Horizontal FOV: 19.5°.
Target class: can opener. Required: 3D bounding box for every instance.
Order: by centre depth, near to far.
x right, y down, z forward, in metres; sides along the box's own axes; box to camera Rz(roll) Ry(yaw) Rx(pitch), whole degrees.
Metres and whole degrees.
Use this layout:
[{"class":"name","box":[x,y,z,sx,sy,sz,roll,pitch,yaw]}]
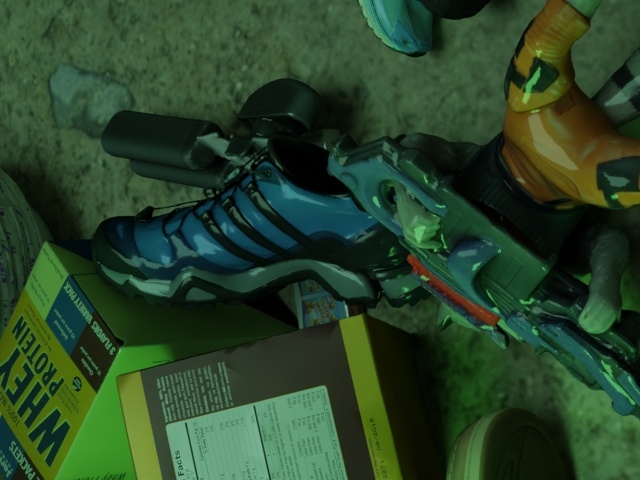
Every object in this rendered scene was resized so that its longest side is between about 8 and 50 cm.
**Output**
[{"class":"can opener","box":[-0.086,-0.085,1.600,0.280,0.074,0.093,5,62,52]}]

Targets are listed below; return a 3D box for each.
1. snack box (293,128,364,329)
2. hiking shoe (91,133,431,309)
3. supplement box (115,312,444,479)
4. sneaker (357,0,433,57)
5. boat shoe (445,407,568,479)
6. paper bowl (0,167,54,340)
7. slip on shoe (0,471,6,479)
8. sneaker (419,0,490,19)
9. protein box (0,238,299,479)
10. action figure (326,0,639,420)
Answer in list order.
[{"class":"snack box","box":[0.000,0.000,1.556,0.064,0.022,0.178,-13,82,47]},{"class":"hiking shoe","box":[-0.043,-0.024,1.475,0.304,0.113,0.132,-2,113,18]},{"class":"supplement box","box":[-0.026,0.147,1.417,0.194,0.191,0.129,-15,80,10]},{"class":"sneaker","box":[0.071,-0.223,1.443,0.073,0.063,0.162,-4,89,43]},{"class":"boat shoe","box":[0.116,0.291,1.378,0.110,0.121,0.341,3,95,46]},{"class":"paper bowl","box":[-0.362,0.053,1.849,0.284,0.148,0.284,2,93,46]},{"class":"slip on shoe","box":[-0.320,0.262,1.844,0.331,0.123,0.101,19,109,39]},{"class":"sneaker","box":[0.169,-0.266,1.310,0.162,0.106,0.281,34,115,37]},{"class":"protein box","box":[-0.161,0.115,1.603,0.136,0.200,0.201,50,126,34]},{"class":"action figure","box":[0.198,-0.019,1.297,0.341,0.178,0.330,44,134,0]}]
